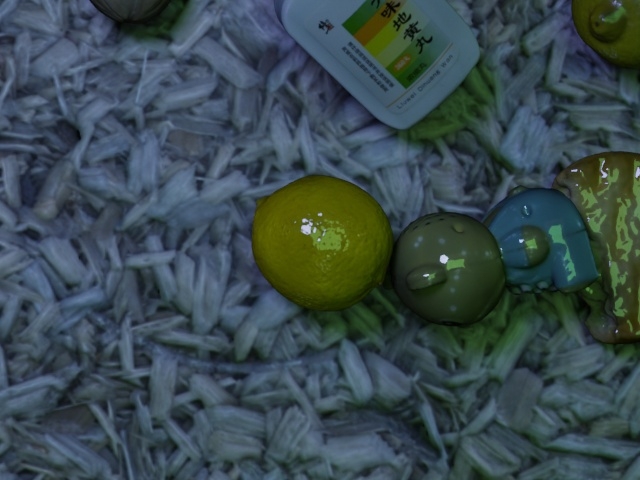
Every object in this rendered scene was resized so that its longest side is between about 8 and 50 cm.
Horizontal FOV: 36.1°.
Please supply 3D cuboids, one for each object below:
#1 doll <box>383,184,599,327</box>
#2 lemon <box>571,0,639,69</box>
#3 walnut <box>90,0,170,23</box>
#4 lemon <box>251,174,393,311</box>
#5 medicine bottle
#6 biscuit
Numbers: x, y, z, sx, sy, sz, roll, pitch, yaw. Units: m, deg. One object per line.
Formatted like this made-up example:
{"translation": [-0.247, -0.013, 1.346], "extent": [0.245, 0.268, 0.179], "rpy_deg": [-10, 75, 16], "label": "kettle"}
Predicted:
{"translation": [0.220, 0.025, 1.334], "extent": [0.261, 0.177, 0.161], "rpy_deg": [-17, 93, -11], "label": "doll"}
{"translation": [0.462, -0.344, 1.394], "extent": [0.248, 0.184, 0.184], "rpy_deg": [-36, 91, -26], "label": "lemon"}
{"translation": [-0.258, -0.373, 1.321], "extent": [0.140, 0.140, 0.162], "rpy_deg": [3, 96, -7], "label": "walnut"}
{"translation": [0.000, 0.000, 1.307], "extent": [0.203, 0.178, 0.178], "rpy_deg": [34, 82, 6], "label": "lemon"}
{"translation": [0.052, -0.308, 1.305], "extent": [0.179, 0.124, 0.324], "rpy_deg": [-43, 114, 11], "label": "medicine bottle"}
{"translation": [0.453, 0.006, 1.408], "extent": [0.213, 0.091, 0.274], "rpy_deg": [-10, 86, -6], "label": "biscuit"}
